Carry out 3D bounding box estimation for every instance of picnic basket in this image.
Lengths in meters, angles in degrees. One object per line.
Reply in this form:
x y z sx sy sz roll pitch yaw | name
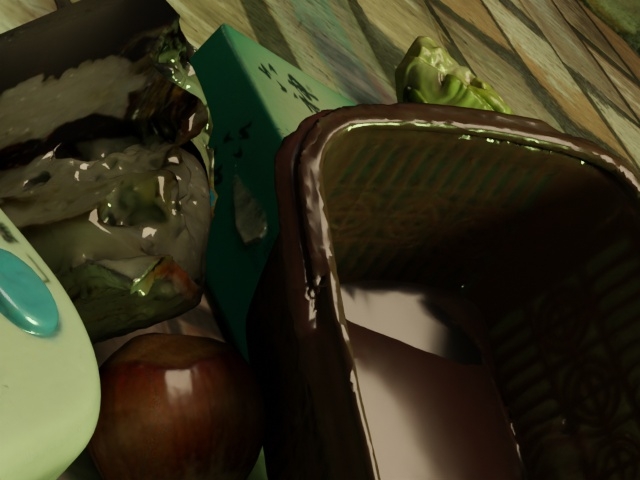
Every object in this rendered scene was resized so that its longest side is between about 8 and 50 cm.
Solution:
0.072 0.093 0.662 0.222 0.129 0.297 3 57 -28 | picnic basket

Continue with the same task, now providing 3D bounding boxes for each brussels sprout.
0.127 -0.095 1.359 0.181 0.100 0.139 44 9 -3 | brussels sprout

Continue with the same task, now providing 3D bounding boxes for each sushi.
-0.095 -0.014 0.712 0.273 0.134 0.109 -124 -168 -54 | sushi

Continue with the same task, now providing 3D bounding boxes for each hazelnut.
-0.063 0.079 0.646 0.086 0.086 0.086 40 20 -18 | hazelnut

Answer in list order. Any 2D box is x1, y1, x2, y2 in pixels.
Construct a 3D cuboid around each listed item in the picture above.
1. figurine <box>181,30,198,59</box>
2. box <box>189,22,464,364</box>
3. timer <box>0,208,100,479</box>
-0.098 -0.109 0.990 0.106 0.047 0.060 44 39 -34 | figurine
0.000 0.000 0.900 0.153 0.092 0.245 25 29 -46 | box
-0.200 0.000 0.488 0.262 0.087 0.237 48 19 6 | timer
